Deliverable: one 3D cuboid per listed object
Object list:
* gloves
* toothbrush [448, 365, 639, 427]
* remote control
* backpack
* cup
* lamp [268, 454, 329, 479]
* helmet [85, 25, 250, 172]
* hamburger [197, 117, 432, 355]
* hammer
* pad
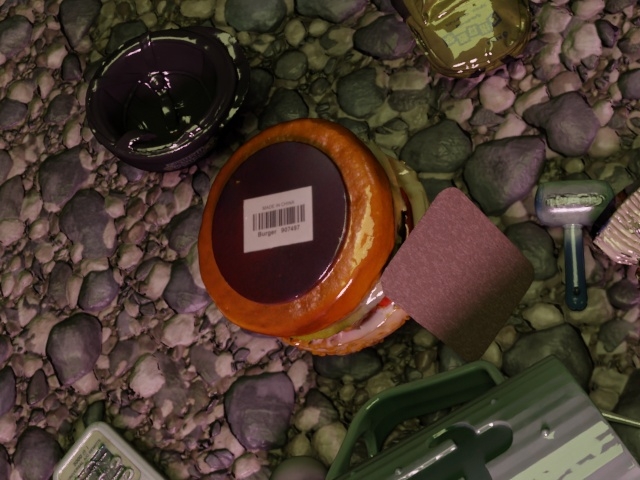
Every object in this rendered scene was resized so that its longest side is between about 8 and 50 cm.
[{"bbox_3d":[0.512,0.050,1.274,0.210,0.135,0.312,-25,66,-41],"label":"gloves"},{"bbox_3d":[0.344,0.232,1.340,0.342,0.030,0.025,13,73,21],"label":"toothbrush"},{"bbox_3d":[-0.262,0.421,1.439,0.335,0.065,0.128,37,88,22],"label":"remote control"},{"bbox_3d":[0.226,-0.379,1.507,0.207,0.140,0.253,-23,75,8],"label":"backpack"},{"bbox_3d":[0.186,0.325,1.200,0.392,0.310,0.401,-36,66,5],"label":"cup"},{"bbox_3d":[-0.028,0.365,1.368,0.105,0.105,0.105,-5,72,15],"label":"lamp"},{"bbox_3d":[-0.243,-0.222,1.580,0.278,0.160,0.231,-26,68,-6],"label":"helmet"},{"bbox_3d":[0.000,0.000,1.380,0.329,0.250,0.330,-8,75,33],"label":"hamburger"},{"bbox_3d":[0.376,0.007,1.387,0.116,0.069,0.194,-2,81,15],"label":"hammer"},{"bbox_3d":[0.199,0.053,1.325,0.176,0.266,0.002,-55,39,-5],"label":"pad"}]
